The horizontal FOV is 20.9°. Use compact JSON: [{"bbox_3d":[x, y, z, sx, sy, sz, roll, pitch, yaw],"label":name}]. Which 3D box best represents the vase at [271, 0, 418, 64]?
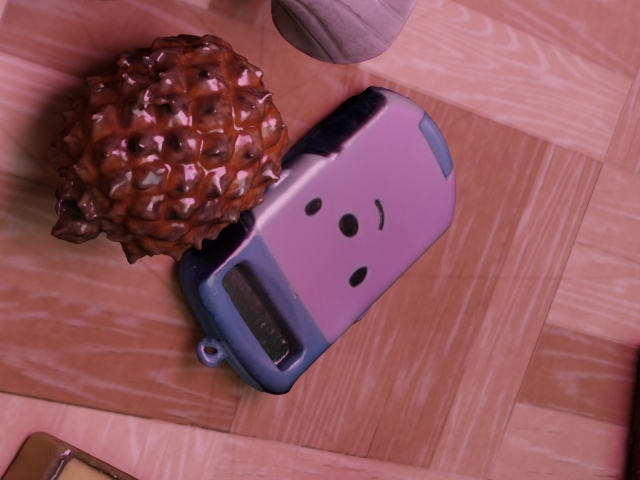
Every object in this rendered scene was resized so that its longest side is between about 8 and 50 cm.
[{"bbox_3d":[-0.106,-0.255,1.173,0.445,0.250,0.250,14,97,-46],"label":"vase"}]

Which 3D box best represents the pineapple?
[{"bbox_3d":[-0.123,-0.062,1.280,0.193,0.166,0.166,-41,127,-16],"label":"pineapple"}]

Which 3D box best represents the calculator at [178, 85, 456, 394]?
[{"bbox_3d":[0.000,0.000,1.465,0.293,0.051,0.173,-45,129,-17],"label":"calculator"}]

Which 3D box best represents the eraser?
[{"bbox_3d":[-0.186,0.236,1.397,0.172,0.058,0.117,35,83,-40],"label":"eraser"}]

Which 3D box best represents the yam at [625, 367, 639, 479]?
[{"bbox_3d":[0.381,0.239,1.801,0.131,0.131,0.279,-10,112,-35],"label":"yam"}]
